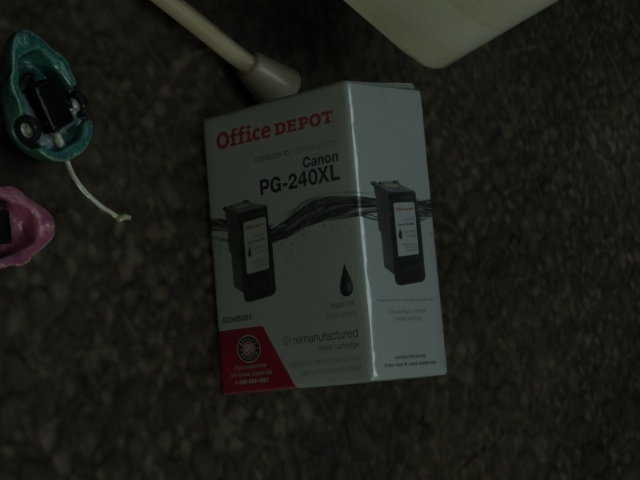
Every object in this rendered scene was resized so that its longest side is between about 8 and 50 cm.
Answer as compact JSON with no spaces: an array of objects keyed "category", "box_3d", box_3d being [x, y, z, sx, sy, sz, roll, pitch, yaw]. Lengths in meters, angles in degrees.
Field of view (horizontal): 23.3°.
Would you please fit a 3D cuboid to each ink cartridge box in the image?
[{"category":"ink cartridge box","box_3d":[0.000,0.000,0.802,0.063,0.109,0.151,0,82,-47]}]

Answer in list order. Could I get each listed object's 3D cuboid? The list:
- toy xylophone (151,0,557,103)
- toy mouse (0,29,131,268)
[{"category":"toy xylophone","box_3d":[-0.001,-0.188,0.762,0.322,0.236,0.081,44,38,-38]},{"category":"toy mouse","box_3d":[-0.146,-0.037,0.698,0.143,0.031,0.161,29,61,-43]}]
